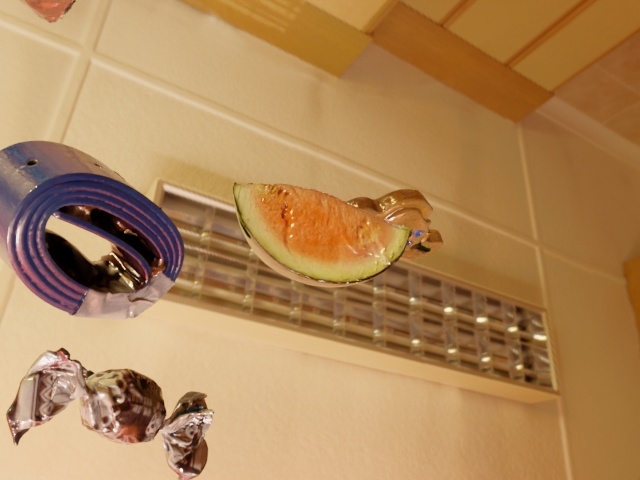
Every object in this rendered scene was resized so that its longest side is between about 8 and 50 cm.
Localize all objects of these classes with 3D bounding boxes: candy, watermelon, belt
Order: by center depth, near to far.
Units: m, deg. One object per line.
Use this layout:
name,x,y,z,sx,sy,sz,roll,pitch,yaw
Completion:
candy,-0.163,0.154,0.489,0.226,0.051,0.094,51,-122,-49
watermelon,-0.001,-0.002,0.719,0.245,0.063,0.119,13,-94,-15
belt,-0.352,-0.003,0.863,0.117,0.347,0.212,33,-101,27

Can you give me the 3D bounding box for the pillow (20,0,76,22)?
pillow,-0.196,-0.273,0.419,0.126,0.232,0.043,41,-139,-25

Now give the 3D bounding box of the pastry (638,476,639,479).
pastry,0.300,0.101,0.162,0.292,0.405,0.337,14,-101,-18

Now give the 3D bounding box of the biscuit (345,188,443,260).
biscuit,0.122,-0.013,0.993,0.320,0.183,0.047,23,-136,-55
